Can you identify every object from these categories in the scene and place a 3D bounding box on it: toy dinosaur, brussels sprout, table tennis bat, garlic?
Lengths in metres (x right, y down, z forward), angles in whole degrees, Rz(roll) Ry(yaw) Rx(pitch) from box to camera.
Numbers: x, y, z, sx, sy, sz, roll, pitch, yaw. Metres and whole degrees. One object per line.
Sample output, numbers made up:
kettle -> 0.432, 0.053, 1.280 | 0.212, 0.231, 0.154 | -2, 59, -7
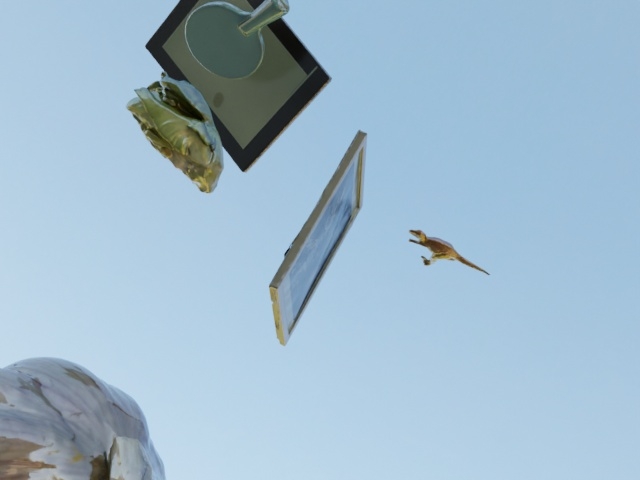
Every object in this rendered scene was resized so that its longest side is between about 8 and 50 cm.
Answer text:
toy dinosaur -> 0.252, 0.021, 1.670 | 0.162, 0.039, 0.126 | 14, -21, 19
brussels sprout -> -0.192, -0.151, 1.189 | 0.181, 0.100, 0.139 | 42, -14, 14
table tennis bat -> -0.142, -0.366, 1.496 | 0.237, 0.038, 0.149 | -22, -63, 43
garlic -> -0.280, 0.262, 0.868 | 0.241, 0.322, 0.322 | -34, -72, -6

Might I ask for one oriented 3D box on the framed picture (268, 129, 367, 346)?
framed picture -> 0.000, 0.000, 1.248 | 0.019, 0.281, 0.209 | 23, -24, 13

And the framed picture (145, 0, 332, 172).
framed picture -> -0.164, -0.340, 1.620 | 0.265, 0.016, 0.347 | -45, -104, 26
